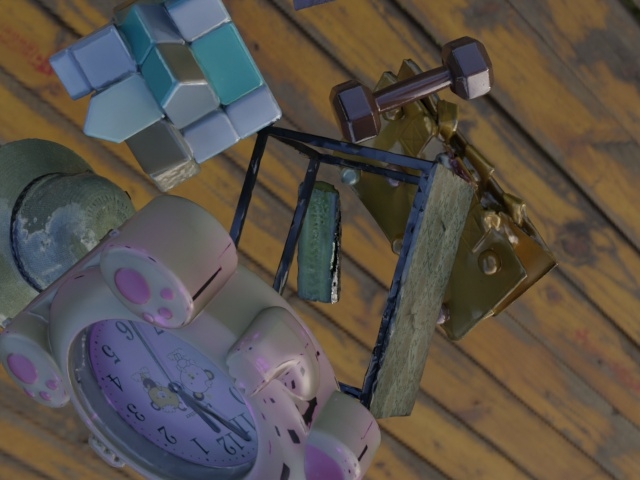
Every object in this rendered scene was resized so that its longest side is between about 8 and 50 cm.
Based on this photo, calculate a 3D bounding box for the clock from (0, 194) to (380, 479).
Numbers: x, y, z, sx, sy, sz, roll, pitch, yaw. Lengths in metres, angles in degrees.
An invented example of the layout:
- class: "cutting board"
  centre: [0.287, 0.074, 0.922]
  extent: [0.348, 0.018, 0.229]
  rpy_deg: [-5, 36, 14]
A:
- class: "clock"
  centre: [-0.117, 0.130, 1.009]
  extent: [0.309, 0.114, 0.284]
  rpy_deg: [48, 131, -10]

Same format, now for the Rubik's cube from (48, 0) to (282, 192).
- class: "Rubik's cube"
  centre: [-0.183, -0.182, 1.316]
  extent: [0.213, 0.265, 0.224]
  rpy_deg: [-29, 114, -2]

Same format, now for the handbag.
- class: "handbag"
  centre: [0.182, -0.062, 1.750]
  extent: [0.133, 0.401, 0.283]
  rpy_deg: [-23, 163, -29]

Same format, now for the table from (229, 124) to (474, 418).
- class: "table"
  centre: [0.016, 0.041, 1.504]
  extent: [0.272, 0.222, 0.335]
  rpy_deg: [15, 89, 20]

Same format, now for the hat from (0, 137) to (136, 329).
- class: "hat"
  centre: [-0.294, -0.005, 1.334]
  extent: [0.130, 0.257, 0.257]
  rpy_deg: [-8, 134, 37]

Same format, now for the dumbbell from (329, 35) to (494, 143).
- class: "dumbbell"
  centre: [0.128, -0.212, 1.550]
  extent: [0.231, 0.092, 0.082]
  rpy_deg: [-21, 110, -2]

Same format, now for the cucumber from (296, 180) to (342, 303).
- class: "cucumber"
  centre: [0.002, -0.001, 1.869]
  extent: [0.078, 0.062, 0.211]
  rpy_deg: [9, 113, 17]

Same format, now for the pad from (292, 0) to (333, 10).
- class: "pad"
  centre: [0.037, -0.436, 1.732]
  extent: [0.188, 0.006, 0.113]
  rpy_deg: [-13, 84, 8]
